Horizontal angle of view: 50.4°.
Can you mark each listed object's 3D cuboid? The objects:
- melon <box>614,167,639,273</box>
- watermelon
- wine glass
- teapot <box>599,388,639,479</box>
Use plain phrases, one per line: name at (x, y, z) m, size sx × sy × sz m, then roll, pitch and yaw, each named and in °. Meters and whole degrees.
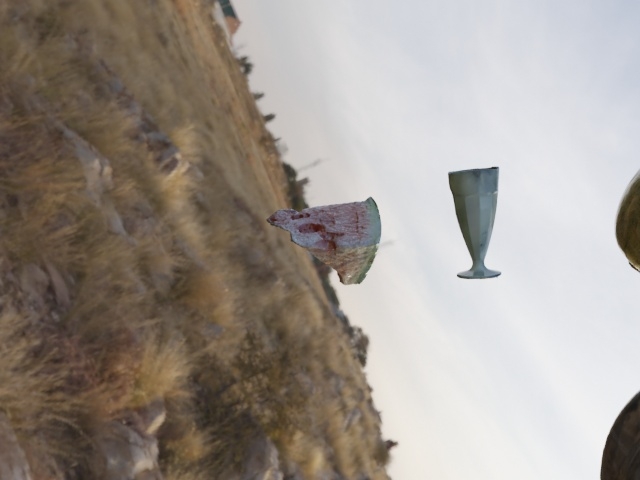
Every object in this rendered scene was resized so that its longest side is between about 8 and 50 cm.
melon at (0.623, -0.063, 1.063) m, size 0.248 × 0.329 × 0.249 m, roll 44°, pitch 21°, yaw -21°
watermelon at (0.022, -0.011, 0.934) m, size 0.158 × 0.121 × 0.098 m, roll 36°, pitch 21°, yaw -22°
wine glass at (0.220, -0.026, 0.966) m, size 0.073 × 0.073 × 0.155 m, roll -127°, pitch -148°, yaw -80°
teapot at (0.415, 0.215, 0.651) m, size 0.253 × 0.300 × 0.344 m, roll 36°, pitch 26°, yaw 24°
